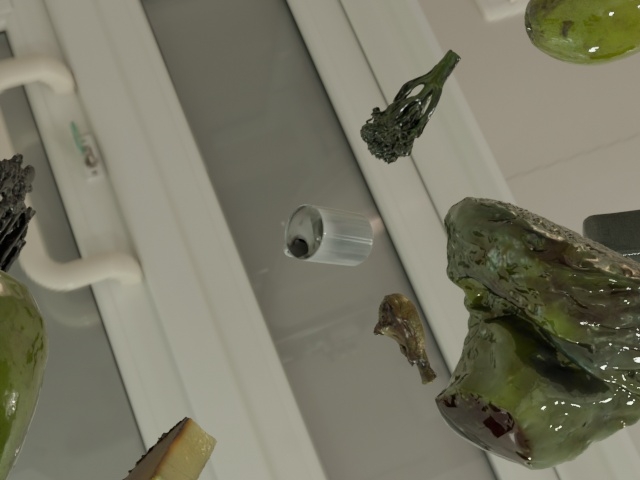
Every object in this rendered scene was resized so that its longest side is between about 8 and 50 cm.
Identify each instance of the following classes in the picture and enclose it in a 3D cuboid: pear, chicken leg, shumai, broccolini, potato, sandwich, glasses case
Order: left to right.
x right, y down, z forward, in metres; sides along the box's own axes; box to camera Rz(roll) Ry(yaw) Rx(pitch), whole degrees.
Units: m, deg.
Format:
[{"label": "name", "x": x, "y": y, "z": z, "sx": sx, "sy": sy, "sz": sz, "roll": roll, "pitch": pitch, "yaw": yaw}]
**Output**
[{"label": "potato", "x": -0.421, "y": 0.171, "z": 1.029, "sx": 0.215, "sy": 0.304, "sz": 0.216, "roll": 20, "pitch": 159, "yaw": 8}, {"label": "sandwich", "x": -0.203, "y": 0.295, "z": 0.987, "sx": 0.193, "sy": 0.058, "sz": 0.162, "roll": -47, "pitch": -175, "yaw": 19}, {"label": "chicken leg", "x": 0.154, "y": 0.181, "z": 1.680, "sx": 0.093, "sy": 0.178, "sz": 0.070, "roll": -32, "pitch": 169, "yaw": 15}, {"label": "broccolini", "x": 0.144, "y": -0.199, "z": 1.400, "sx": 0.202, "sy": 0.091, "sz": 0.068, "roll": -44, "pitch": 159, "yaw": -13}, {"label": "shumai", "x": 0.255, "y": 0.122, "z": 1.027, "sx": 0.304, "sy": 0.309, "sz": 0.263, "roll": 19, "pitch": 100, "yaw": -44}, {"label": "pear", "x": 0.502, "y": -0.420, "z": 1.685, "sx": 0.269, "sy": 0.212, "sz": 0.212, "roll": -19, "pitch": 164, "yaw": -2}, {"label": "glasses case", "x": 0.698, "y": -0.004, "z": 1.872, "sx": 0.323, "sy": 0.131, "sz": 0.074, "roll": -6, "pitch": 138, "yaw": 7}]

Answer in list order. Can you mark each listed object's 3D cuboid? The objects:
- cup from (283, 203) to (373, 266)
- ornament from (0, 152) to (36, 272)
[{"label": "cup", "x": 0.003, "y": -0.010, "z": 1.641, "sx": 0.133, "sy": 0.099, "sz": 0.136, "roll": 7, "pitch": -177, "yaw": -44}, {"label": "ornament", "x": -0.544, "y": -0.004, "z": 1.512, "sx": 0.251, "sy": 0.106, "sz": 0.260, "roll": 87, "pitch": 27, "yaw": -58}]
